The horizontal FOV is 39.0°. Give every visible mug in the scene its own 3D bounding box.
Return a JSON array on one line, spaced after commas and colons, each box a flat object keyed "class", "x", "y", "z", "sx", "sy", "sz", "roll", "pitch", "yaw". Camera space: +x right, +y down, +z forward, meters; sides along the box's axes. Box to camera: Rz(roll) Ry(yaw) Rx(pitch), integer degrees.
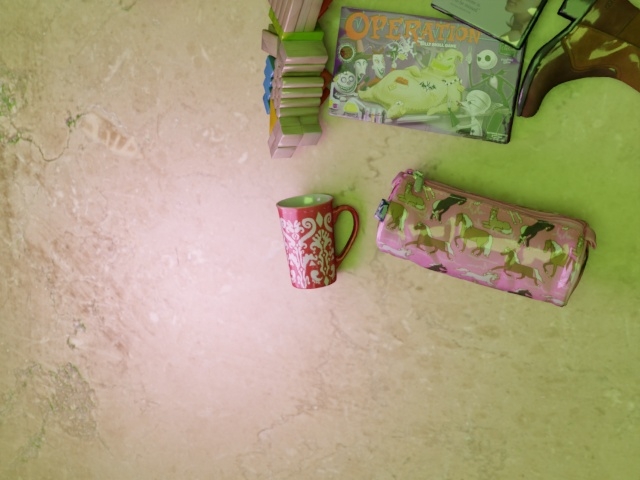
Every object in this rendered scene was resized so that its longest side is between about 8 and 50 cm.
[{"class": "mug", "x": -0.005, "y": 0.003, "z": 1.771, "sx": 0.150, "sy": 0.113, "sz": 0.169, "roll": -1, "pitch": 105, "yaw": 21}]

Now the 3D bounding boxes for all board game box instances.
[{"class": "board game box", "x": 0.193, "y": -0.307, "z": 1.666, "sx": 0.347, "sy": 0.056, "sz": 0.208, "roll": 11, "pitch": 101, "yaw": 16}]

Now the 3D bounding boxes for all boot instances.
[{"class": "boot", "x": 0.507, "y": -0.280, "z": 1.560, "sx": 0.280, "sy": 0.096, "sz": 0.264, "roll": 28, "pitch": 102, "yaw": 3}]

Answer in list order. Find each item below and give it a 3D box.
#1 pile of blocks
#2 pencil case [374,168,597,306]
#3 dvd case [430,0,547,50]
[{"class": "pile of blocks", "x": -0.038, "y": -0.337, "z": 1.720, "sx": 0.112, "sy": 0.149, "sz": 0.362, "roll": -5, "pitch": 116, "yaw": -23}, {"class": "pencil case", "x": 0.296, "y": -0.006, "z": 1.642, "sx": 0.386, "sy": 0.167, "sz": 0.160, "roll": 18, "pitch": 72, "yaw": 14}, {"class": "dvd case", "x": 0.329, "y": -0.482, "z": 1.565, "sx": 0.180, "sy": 0.022, "sz": 0.253, "roll": 31, "pitch": 100, "yaw": 14}]
